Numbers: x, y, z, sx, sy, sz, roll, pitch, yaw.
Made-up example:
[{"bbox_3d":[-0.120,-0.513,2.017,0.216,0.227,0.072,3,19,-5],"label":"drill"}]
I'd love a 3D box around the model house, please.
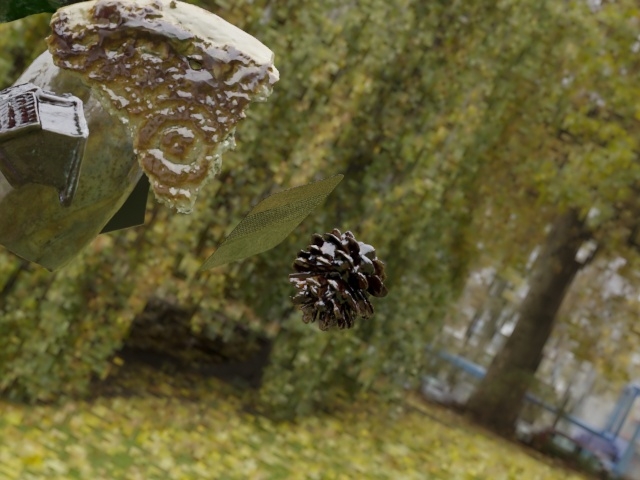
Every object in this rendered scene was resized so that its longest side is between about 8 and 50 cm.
[{"bbox_3d":[-0.396,-0.147,1.770,0.152,0.106,0.165,14,33,-30],"label":"model house"}]

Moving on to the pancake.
[{"bbox_3d":[-0.176,-0.152,1.476,0.266,0.245,0.057,1,1,8],"label":"pancake"}]

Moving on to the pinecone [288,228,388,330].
[{"bbox_3d":[0.019,0.058,1.752,0.140,0.121,0.140,31,-35,25],"label":"pinecone"}]

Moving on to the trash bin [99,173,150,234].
[{"bbox_3d":[-0.413,-0.081,2.221,0.115,0.225,0.165,57,-31,26],"label":"trash bin"}]

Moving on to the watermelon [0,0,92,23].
[{"bbox_3d":[-0.351,-0.371,1.707,0.264,0.151,0.302,-10,18,20],"label":"watermelon"}]

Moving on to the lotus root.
[{"bbox_3d":[-0.391,-0.142,1.994,0.250,0.346,0.250,37,-5,4],"label":"lotus root"}]

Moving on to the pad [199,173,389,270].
[{"bbox_3d":[-0.005,-0.022,2.027,0.323,0.055,0.250,2,-29,-30],"label":"pad"}]
